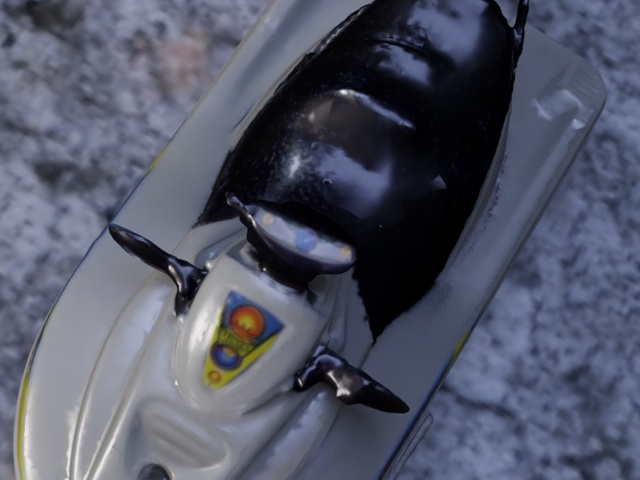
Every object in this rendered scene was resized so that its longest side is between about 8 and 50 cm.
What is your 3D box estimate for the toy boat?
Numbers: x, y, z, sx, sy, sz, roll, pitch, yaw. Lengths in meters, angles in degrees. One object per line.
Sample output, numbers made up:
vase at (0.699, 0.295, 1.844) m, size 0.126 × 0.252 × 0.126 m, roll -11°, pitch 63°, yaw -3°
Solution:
toy boat at (0.001, -0.001, 0.552) m, size 0.140 × 0.141 × 0.269 m, roll 32°, pitch 53°, yaw 3°
